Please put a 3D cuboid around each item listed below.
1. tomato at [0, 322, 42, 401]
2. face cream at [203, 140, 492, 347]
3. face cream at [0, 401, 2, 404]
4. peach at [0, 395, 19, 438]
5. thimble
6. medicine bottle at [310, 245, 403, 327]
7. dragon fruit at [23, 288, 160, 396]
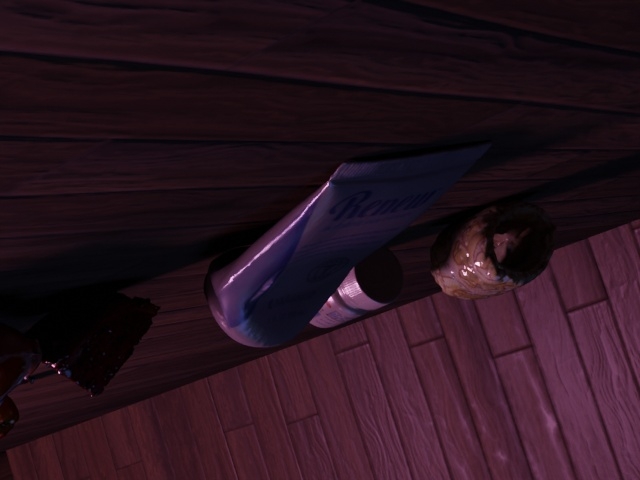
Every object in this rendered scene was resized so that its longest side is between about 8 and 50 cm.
[{"bbox_3d":[-0.438,0.148,1.465,0.228,0.112,0.199,-25,165,-45],"label":"tomato"},{"bbox_3d":[0.000,0.000,1.525,0.235,0.137,0.420,-9,157,-40],"label":"face cream"},{"bbox_3d":[-0.505,0.209,1.818,0.095,0.091,0.091,-8,168,-30],"label":"face cream"},{"bbox_3d":[-0.619,0.324,2.377,0.100,0.101,0.101,-17,172,-2],"label":"peach"},{"bbox_3d":[0.281,0.014,2.037,0.190,0.137,0.143,-26,179,-37],"label":"thimble"},{"bbox_3d":[0.044,0.075,2.051,0.105,0.105,0.168,-11,170,-40],"label":"medicine bottle"},{"bbox_3d":[-0.300,0.105,1.618,0.161,0.120,0.127,-51,152,-17],"label":"dragon fruit"}]
